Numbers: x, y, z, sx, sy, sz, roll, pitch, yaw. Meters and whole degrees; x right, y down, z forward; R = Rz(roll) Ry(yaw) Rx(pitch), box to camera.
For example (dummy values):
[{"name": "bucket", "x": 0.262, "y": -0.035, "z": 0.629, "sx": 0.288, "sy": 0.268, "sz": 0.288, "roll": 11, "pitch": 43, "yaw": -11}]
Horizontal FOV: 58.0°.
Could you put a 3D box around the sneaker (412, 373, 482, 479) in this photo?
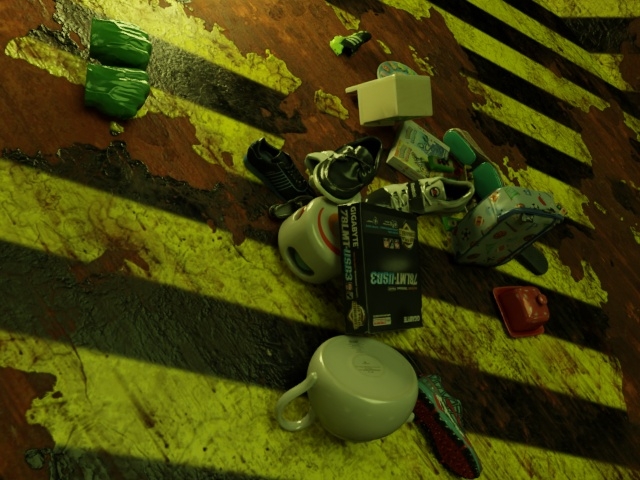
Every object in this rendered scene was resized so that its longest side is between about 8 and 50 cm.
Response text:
[{"name": "sneaker", "x": 0.313, "y": 0.432, "z": 1.371, "sx": 0.125, "sy": 0.104, "sz": 0.261, "roll": -22, "pitch": 76, "yaw": -42}]

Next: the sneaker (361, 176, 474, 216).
[{"name": "sneaker", "x": 0.279, "y": -0.126, "z": 1.629, "sx": 0.331, "sy": 0.146, "sz": 0.122, "roll": -10, "pitch": 76, "yaw": -16}]

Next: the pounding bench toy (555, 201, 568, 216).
[{"name": "pounding bench toy", "x": 0.835, "y": -0.108, "z": 2.071, "sx": 0.083, "sy": 0.052, "sz": 0.065, "roll": 50, "pitch": 48, "yaw": 4}]

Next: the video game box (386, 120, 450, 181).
[{"name": "video game box", "x": 0.316, "y": -0.273, "z": 1.845, "sx": 0.187, "sy": 0.048, "sz": 0.205, "roll": 30, "pitch": 51, "yaw": -11}]

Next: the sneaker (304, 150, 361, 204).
[{"name": "sneaker", "x": 0.022, "y": -0.140, "z": 1.543, "sx": 0.115, "sy": 0.090, "sz": 0.232, "roll": -5, "pitch": 56, "yaw": -43}]

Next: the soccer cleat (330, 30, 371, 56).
[{"name": "soccer cleat", "x": 0.108, "y": -0.660, "z": 1.948, "sx": 0.179, "sy": 0.060, "sz": 0.072, "roll": -24, "pitch": 87, "yaw": -33}]

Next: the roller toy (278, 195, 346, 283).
[{"name": "roller toy", "x": 0.000, "y": 0.000, "z": 1.406, "sx": 0.191, "sy": 0.146, "sz": 0.209, "roll": 14, "pitch": 58, "yaw": -38}]

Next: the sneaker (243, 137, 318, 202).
[{"name": "sneaker", "x": -0.091, "y": -0.170, "z": 1.489, "sx": 0.232, "sy": 0.090, "sz": 0.081, "roll": 36, "pitch": 49, "yaw": -8}]

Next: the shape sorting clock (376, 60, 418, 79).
[{"name": "shape sorting clock", "x": 0.287, "y": -0.543, "z": 1.996, "sx": 0.206, "sy": 0.040, "sz": 0.206, "roll": 16, "pitch": 55, "yaw": -24}]

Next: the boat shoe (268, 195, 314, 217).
[{"name": "boat shoe", "x": -0.068, "y": -0.084, "z": 1.461, "sx": 0.125, "sy": 0.038, "sz": 0.046, "roll": -13, "pitch": 102, "yaw": -21}]

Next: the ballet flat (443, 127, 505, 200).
[{"name": "ballet flat", "x": 0.536, "y": -0.252, "z": 1.939, "sx": 0.106, "sy": 0.107, "sz": 0.316, "roll": -15, "pitch": 71, "yaw": -52}]

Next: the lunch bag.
[{"name": "lunch bag", "x": 0.536, "y": -0.034, "z": 1.667, "sx": 0.243, "sy": 0.303, "sz": 0.114, "roll": 8, "pitch": 55, "yaw": -29}]

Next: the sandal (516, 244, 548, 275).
[{"name": "sandal", "x": 0.639, "y": 0.021, "z": 1.875, "sx": 0.254, "sy": 0.054, "sz": 0.097, "roll": 48, "pitch": 55, "yaw": -11}]

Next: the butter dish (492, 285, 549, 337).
[{"name": "butter dish", "x": 0.614, "y": 0.192, "z": 1.700, "sx": 0.160, "sy": 0.118, "sz": 0.160, "roll": 0, "pitch": 63, "yaw": -32}]

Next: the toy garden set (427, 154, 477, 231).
[{"name": "toy garden set", "x": 0.439, "y": -0.146, "z": 1.809, "sx": 0.204, "sy": 0.049, "sz": 0.244, "roll": 4, "pitch": 70, "yaw": -44}]

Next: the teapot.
[{"name": "teapot", "x": 0.071, "y": 0.337, "z": 1.230, "sx": 0.256, "sy": 0.187, "sz": 0.252, "roll": 25, "pitch": 26, "yaw": 16}]

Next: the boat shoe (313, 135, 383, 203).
[{"name": "boat shoe", "x": 0.089, "y": -0.195, "z": 1.473, "sx": 0.127, "sy": 0.113, "sz": 0.340, "roll": 46, "pitch": 30, "yaw": 4}]

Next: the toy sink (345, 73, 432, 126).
[{"name": "toy sink", "x": 0.208, "y": -0.426, "z": 1.796, "sx": 0.153, "sy": 0.234, "sz": 0.131, "roll": -9, "pitch": 97, "yaw": -37}]

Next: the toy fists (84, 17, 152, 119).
[{"name": "toy fists", "x": -0.482, "y": -0.412, "z": 1.389, "sx": 0.142, "sy": 0.096, "sz": 0.279, "roll": 4, "pitch": 61, "yaw": -19}]

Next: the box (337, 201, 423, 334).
[{"name": "box", "x": 0.151, "y": 0.070, "z": 1.381, "sx": 0.296, "sy": 0.073, "sz": 0.293, "roll": 8, "pitch": 76, "yaw": -55}]
